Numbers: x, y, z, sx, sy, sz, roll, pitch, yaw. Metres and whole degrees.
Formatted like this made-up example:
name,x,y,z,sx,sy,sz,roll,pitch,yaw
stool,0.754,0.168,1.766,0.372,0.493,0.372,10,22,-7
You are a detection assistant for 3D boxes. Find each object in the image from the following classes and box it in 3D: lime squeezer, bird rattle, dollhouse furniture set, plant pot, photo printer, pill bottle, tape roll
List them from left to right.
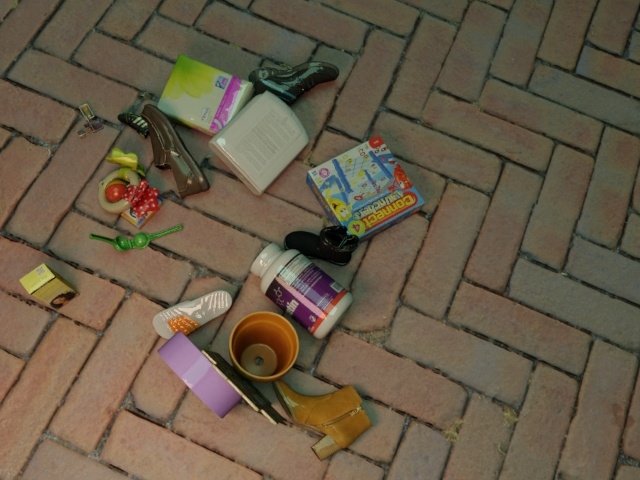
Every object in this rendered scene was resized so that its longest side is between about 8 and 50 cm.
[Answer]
name,x,y,z,sx,sy,sz,roll,pitch,yaw
dollhouse furniture set,-0.850,-0.444,2.001,0.091,0.081,0.114,-30,75,-14
bird rattle,-0.658,-0.171,1.906,0.206,0.143,0.254,-30,69,10
lime squeezer,-0.619,-0.012,1.863,0.310,0.110,0.059,-7,50,-39
tape roll,-0.351,0.391,1.643,0.275,0.275,0.090,43,74,10
plant pot,-0.181,0.345,1.708,0.205,0.188,0.205,6,60,-10
photo printer,-0.201,-0.352,1.964,0.256,0.107,0.308,46,71,-17
pill bottle,-0.065,0.154,1.799,0.323,0.181,0.181,38,72,9

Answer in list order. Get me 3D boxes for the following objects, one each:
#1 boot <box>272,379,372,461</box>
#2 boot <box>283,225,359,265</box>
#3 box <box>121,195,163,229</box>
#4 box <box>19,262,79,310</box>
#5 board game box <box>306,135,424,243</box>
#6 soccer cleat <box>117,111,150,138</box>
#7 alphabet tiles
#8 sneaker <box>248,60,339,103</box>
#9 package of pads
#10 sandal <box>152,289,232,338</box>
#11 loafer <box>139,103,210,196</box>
name,x,y,z,sx,sy,sz,roll,pitch,yaw
boot,0.007,0.503,1.734,0.211,0.104,0.295,-33,81,-20
boot,0.000,0.000,1.845,0.246,0.207,0.094,18,70,2
box,-0.609,-0.113,1.932,0.081,0.028,0.136,34,74,9
box,-0.822,0.145,1.715,0.087,0.232,0.058,-39,78,-15
board game box,0.156,-0.173,1.981,0.308,0.086,0.302,-29,75,-13
soccer cleat,-0.648,-0.412,2.019,0.178,0.060,0.073,14,72,-2
alphabet tiles,-0.219,0.419,1.609,0.285,0.342,0.011,42,80,10
sneaker,-0.092,-0.581,2.105,0.340,0.125,0.140,-10,88,-2
package of pads,-0.415,-0.505,2.023,0.296,0.101,0.229,23,87,5
sandal,-0.402,0.234,1.799,0.265,0.076,0.102,-22,95,0
loafer,-0.527,-0.305,1.934,0.130,0.134,0.366,-33,85,-9
